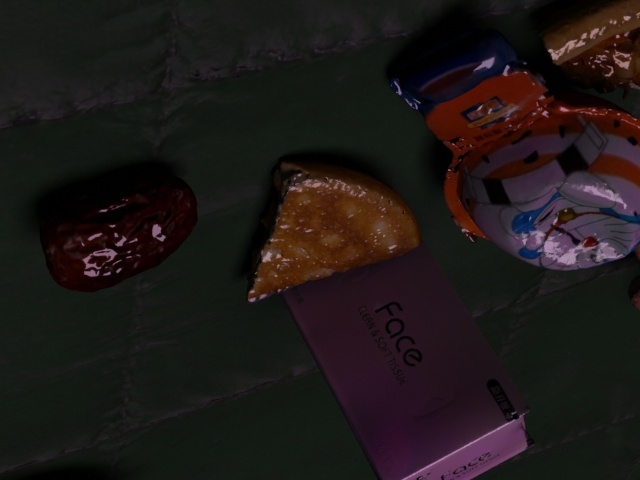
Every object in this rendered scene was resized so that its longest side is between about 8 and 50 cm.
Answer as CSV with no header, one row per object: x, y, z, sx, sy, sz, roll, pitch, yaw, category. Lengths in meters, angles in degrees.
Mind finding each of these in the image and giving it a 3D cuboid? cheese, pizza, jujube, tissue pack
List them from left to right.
-0.155,-0.009,1.055,0.129,0.077,0.077,-27,152,-25,jujube
0.000,0.000,1.226,0.184,0.036,0.176,14,133,-37,pizza
0.072,0.111,1.258,0.148,0.246,0.092,-29,151,-3,tissue pack
0.186,-0.075,1.187,0.217,0.129,0.329,-22,140,28,cheese
0.292,-0.179,1.206,0.271,0.056,0.134,-2,138,-40,pizza

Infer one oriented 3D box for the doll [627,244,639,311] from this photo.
0.455,0.013,1.605,0.201,0.156,0.303,-31,123,19,doll
